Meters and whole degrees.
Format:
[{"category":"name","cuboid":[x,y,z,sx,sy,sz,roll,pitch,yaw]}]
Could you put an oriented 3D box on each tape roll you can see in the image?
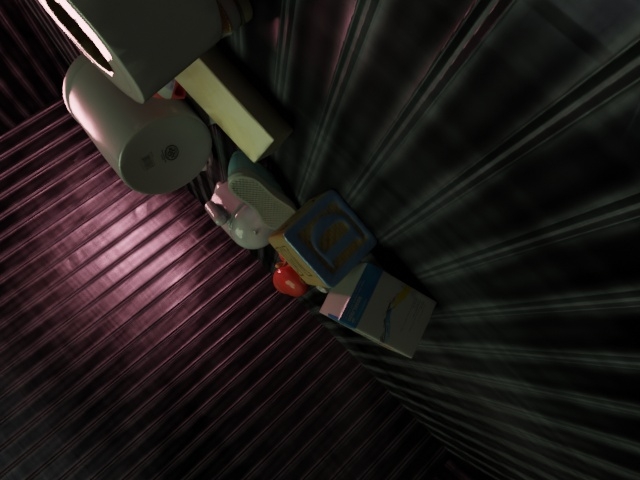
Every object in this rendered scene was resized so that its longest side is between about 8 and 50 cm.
[{"category":"tape roll","cuboid":[-0.292,-0.354,0.617,0.246,0.169,0.246,41,168,11]}]

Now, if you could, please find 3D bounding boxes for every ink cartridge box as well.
[{"category":"ink cartridge box","cuboid":[0.153,0.182,1.129,0.233,0.168,0.171,30,169,-14]}]

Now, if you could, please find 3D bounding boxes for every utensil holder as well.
[{"category":"utensil holder","cuboid":[-0.578,-0.384,1.345,0.385,0.327,0.327,46,166,23]}]

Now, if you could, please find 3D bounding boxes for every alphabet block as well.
[{"category":"alphabet block","cuboid":[0.000,0.000,1.142,0.193,0.192,0.197,50,163,-10]}]

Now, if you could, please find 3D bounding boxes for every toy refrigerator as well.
[{"category":"toy refrigerator","cuboid":[-0.201,-0.314,0.962,0.269,0.102,0.094,47,125,-5]}]

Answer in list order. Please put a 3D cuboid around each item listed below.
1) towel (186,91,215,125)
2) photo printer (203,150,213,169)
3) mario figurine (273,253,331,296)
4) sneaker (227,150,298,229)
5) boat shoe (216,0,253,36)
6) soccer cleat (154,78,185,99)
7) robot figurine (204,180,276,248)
[{"category":"towel","cuboid":[-0.352,-0.461,1.146,0.317,0.053,0.332,54,162,-28]},{"category":"photo printer","cuboid":[-0.560,-0.427,1.675,0.307,0.107,0.256,43,165,10]},{"category":"mario figurine","cuboid":[-0.047,0.056,1.357,0.320,0.198,0.170,-80,-5,-62]},{"category":"sneaker","cuboid":[-0.173,-0.165,1.370,0.366,0.135,0.150,52,-153,-56]},{"category":"boat shoe","cuboid":[-0.250,-0.441,0.825,0.302,0.103,0.113,25,154,53]},{"category":"soccer cleat","cuboid":[-0.375,-0.448,0.997,0.116,0.108,0.318,7,161,-19]},{"category":"robot figurine","cuboid":[-0.283,-0.100,1.578,0.353,0.300,0.199,41,122,38]}]
